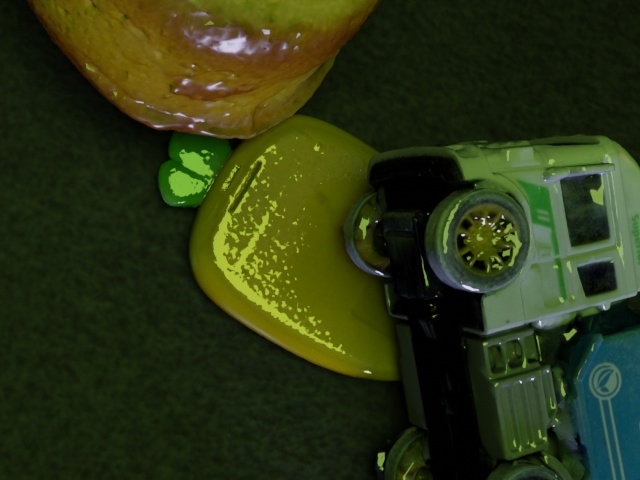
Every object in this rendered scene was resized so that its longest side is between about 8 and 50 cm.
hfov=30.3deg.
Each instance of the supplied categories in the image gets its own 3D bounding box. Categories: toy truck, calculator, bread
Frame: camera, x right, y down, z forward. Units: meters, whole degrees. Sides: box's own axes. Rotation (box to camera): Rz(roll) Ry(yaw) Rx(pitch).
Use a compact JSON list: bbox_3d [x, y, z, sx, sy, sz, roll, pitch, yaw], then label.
[{"bbox_3d":[0.132,0.114,0.720,0.175,0.146,0.367,-14,98,-22],"label":"toy truck"},{"bbox_3d":[0.000,0.000,0.773,0.235,0.032,0.146,32,76,-10],"label":"calculator"},{"bbox_3d":[-0.067,-0.199,0.716,0.268,0.145,0.268,8,74,-29],"label":"bread"}]
